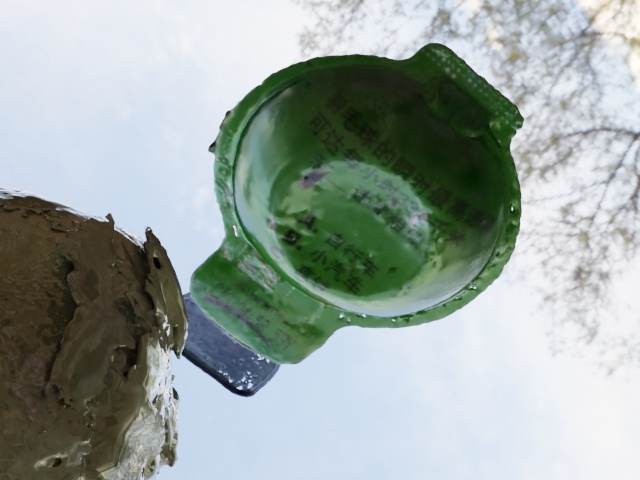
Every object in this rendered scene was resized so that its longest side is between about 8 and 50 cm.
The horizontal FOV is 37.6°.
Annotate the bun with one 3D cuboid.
[{"bbox_3d":[-0.140,0.089,0.459,0.141,0.239,0.239,16,-124,-11],"label":"bun"}]

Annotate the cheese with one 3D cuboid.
[{"bbox_3d":[0.000,0.000,0.628,0.204,0.320,0.083,39,-144,-10],"label":"cheese"}]
